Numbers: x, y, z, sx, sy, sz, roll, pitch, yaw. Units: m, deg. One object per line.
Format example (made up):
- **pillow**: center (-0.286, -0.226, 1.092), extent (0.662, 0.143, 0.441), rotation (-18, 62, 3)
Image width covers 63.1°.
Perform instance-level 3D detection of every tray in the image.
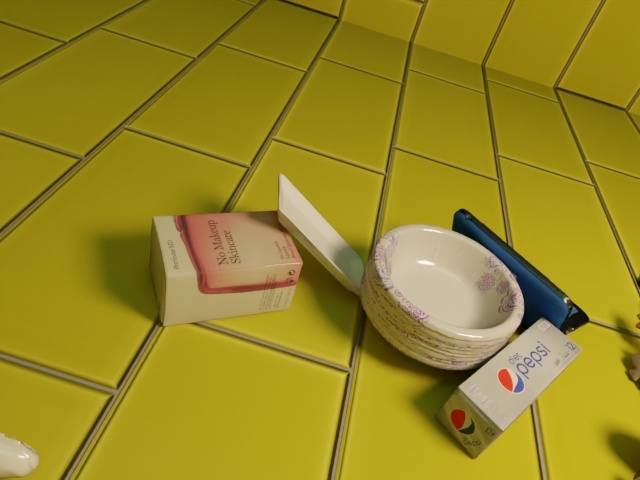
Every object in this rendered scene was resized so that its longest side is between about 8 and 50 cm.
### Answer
- **tray**: center (0.000, 0.000, 0.998), extent (0.270, 0.030, 0.145), rotation (46, 21, -28)

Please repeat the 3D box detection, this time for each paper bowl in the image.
- **paper bowl**: center (0.212, 0.111, 0.965), extent (0.284, 0.148, 0.284), rotation (10, 39, -8)

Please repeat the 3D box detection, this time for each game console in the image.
- **game console**: center (0.431, 0.056, 1.100), extent (0.173, 0.250, 0.293), rotation (-33, 57, -14)

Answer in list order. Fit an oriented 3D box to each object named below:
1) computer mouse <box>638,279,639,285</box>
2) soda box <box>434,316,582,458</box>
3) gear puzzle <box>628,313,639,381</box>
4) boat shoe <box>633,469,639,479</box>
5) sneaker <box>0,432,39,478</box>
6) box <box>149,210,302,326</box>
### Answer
- **computer mouse**: center (0.804, 0.142, 1.237), extent (0.071, 0.041, 0.242), rotation (23, 39, 7)
- **soda box**: center (0.328, 0.243, 0.894), extent (0.286, 0.098, 0.091), rotation (-22, 55, -38)
- **gear puzzle**: center (0.702, 0.263, 0.995), extent (0.044, 0.175, 0.339), rotation (47, 25, -35)
- **boat shoe**: center (0.590, 0.449, 0.763), extent (0.257, 0.095, 0.095), rotation (22, 40, 25)
- **sneaker**: center (-0.455, 0.259, 0.607), extent (0.235, 0.090, 0.094), rotation (10, 52, -4)
- **box**: center (-0.171, 0.042, 0.919), extent (0.232, 0.126, 0.148), rotation (-5, 45, -26)
